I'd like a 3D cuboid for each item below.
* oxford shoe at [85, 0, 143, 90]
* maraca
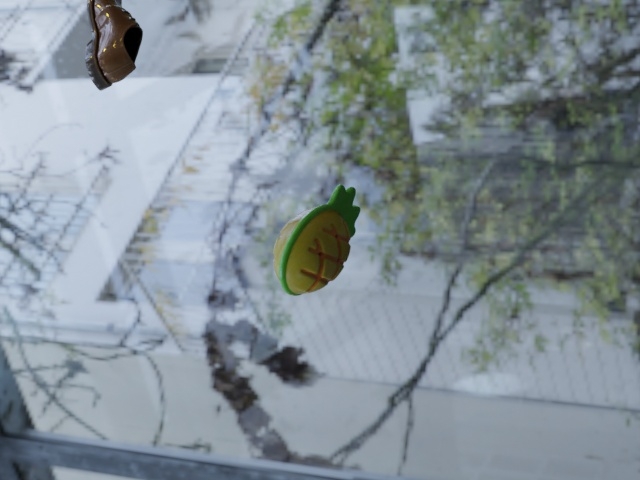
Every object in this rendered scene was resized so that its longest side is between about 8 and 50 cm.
[{"bbox_3d":[-0.289,-0.303,1.654,0.076,0.076,0.212,56,-162,-50],"label":"oxford shoe"},{"bbox_3d":[0.000,0.000,1.665,0.186,0.099,0.127,-50,-32,-27],"label":"maraca"}]
